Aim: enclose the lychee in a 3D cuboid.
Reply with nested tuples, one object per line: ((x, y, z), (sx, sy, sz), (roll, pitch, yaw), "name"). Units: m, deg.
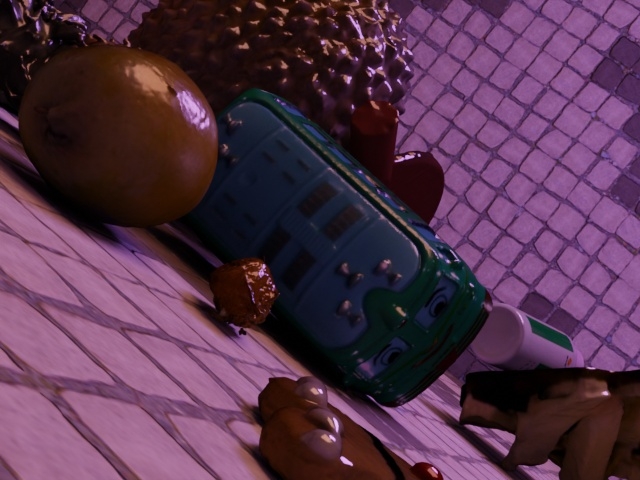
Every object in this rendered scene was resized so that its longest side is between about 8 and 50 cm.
((-0.076, -0.195, 1.454), (0.380, 0.432, 0.381), (28, 49, -37), "lychee")

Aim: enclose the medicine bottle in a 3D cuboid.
((0.323, 0.166, 1.642), (0.095, 0.095, 0.260), (39, 9, 39), "medicine bottle")

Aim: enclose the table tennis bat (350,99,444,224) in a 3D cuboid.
((0.060, -0.034, 1.392), (0.051, 0.268, 0.415), (49, -20, 23), "table tennis bat")

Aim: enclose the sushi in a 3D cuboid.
((-0.063, 0.047, 0.895), (0.118, 0.061, 0.060), (-101, 172, -86), "sushi")

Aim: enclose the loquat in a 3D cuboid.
((-0.158, -0.082, 0.884), (0.152, 0.152, 0.195), (38, 7, 25), "loquat")

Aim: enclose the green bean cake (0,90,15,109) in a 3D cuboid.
((-0.372, -0.225, 1.205), (0.185, 0.094, 0.183), (38, 1, 15), "green bean cake")

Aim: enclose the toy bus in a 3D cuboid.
((0.000, 0.000, 1.130), (0.343, 0.183, 0.199), (43, 1, 23), "toy bus")

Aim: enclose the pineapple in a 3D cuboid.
((-0.263, -0.168, 1.041), (0.310, 0.141, 0.170), (41, 44, -13), "pineapple")

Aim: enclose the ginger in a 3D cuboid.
((0.397, 0.303, 1.552), (0.413, 0.211, 0.358), (0, -16, 13), "ginger")

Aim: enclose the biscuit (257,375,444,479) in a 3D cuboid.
((0.087, 0.178, 0.645), (0.301, 0.049, 0.197), (39, 3, -9), "biscuit")
